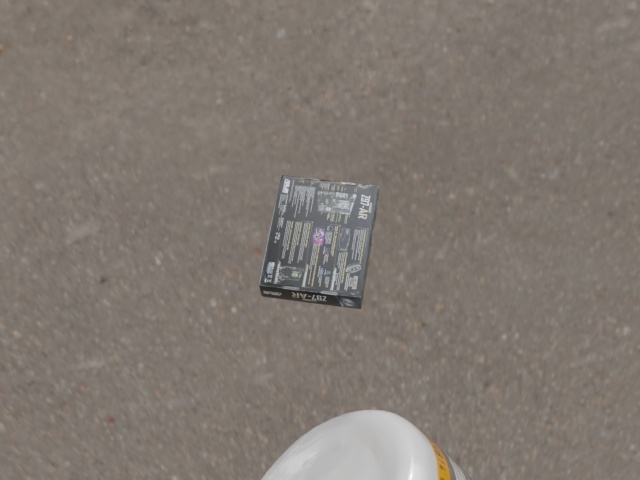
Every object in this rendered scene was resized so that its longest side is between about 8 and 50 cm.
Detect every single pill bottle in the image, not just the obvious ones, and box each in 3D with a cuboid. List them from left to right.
[{"bbox_3d":[0.083,0.253,0.842,0.162,0.278,0.162,-33,29,22],"label":"pill bottle"}]

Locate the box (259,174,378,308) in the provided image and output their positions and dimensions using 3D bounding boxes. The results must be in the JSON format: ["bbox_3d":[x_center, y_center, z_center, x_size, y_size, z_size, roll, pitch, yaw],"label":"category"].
[{"bbox_3d":[0.000,0.000,0.807,0.067,0.018,0.083,6,63,6],"label":"box"}]
